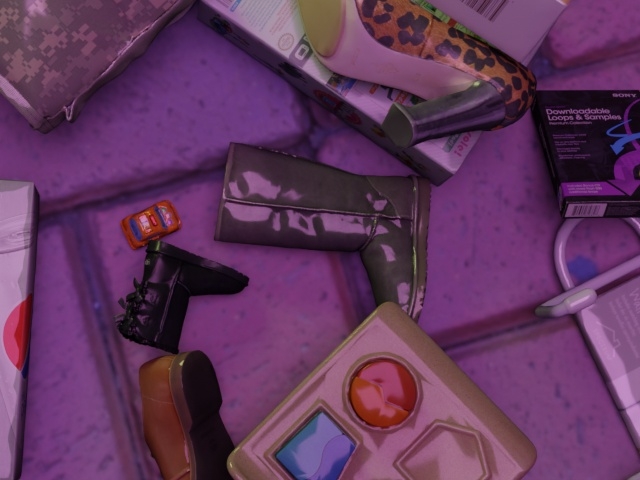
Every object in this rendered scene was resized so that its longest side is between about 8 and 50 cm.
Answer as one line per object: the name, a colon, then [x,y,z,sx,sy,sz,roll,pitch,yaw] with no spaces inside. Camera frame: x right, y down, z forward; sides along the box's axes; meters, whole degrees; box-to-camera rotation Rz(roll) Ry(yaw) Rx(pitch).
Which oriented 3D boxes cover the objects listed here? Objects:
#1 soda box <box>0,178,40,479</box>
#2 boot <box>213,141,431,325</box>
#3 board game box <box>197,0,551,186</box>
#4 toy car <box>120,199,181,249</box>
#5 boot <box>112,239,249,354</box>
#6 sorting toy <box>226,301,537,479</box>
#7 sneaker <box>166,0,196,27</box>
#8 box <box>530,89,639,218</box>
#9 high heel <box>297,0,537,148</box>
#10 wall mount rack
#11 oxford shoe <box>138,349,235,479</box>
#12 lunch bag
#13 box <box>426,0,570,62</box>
soda box: [-0.324,0.086,1.314,0.098,0.091,0.286,4,83,-7]
boot: [-0.001,0.002,1.373,0.209,0.076,0.189,7,70,-12]
board game box: [0.062,-0.232,1.395,0.303,0.097,0.224,35,81,-2]
toy car: [-0.162,0.020,1.367,0.060,0.040,0.122,-7,84,-8]
boot: [-0.135,0.062,1.350,0.121,0.045,0.099,22,79,-31]
sorting toy: [0.094,0.238,1.297,0.229,0.041,0.307,-44,90,-12]
sneaker: [-0.134,-0.266,1.403,0.051,0.070,0.134,45,110,-4]
box: [0.284,-0.090,1.399,0.116,0.029,0.162,-1,48,-8]
high heel: [0.088,-0.207,1.328,0.186,0.093,0.261,-17,68,-36]
wall mount rack: [0.397,0.096,1.384,0.304,0.130,0.350,-26,88,-9]
oxford shoe: [-0.130,0.212,1.346,0.076,0.076,0.212,-8,94,30]
lunch bag: [-0.267,-0.270,1.314,0.235,0.169,0.287,-43,85,0]
box: [0.183,-0.277,1.308,0.130,0.091,0.170,32,52,-4]
